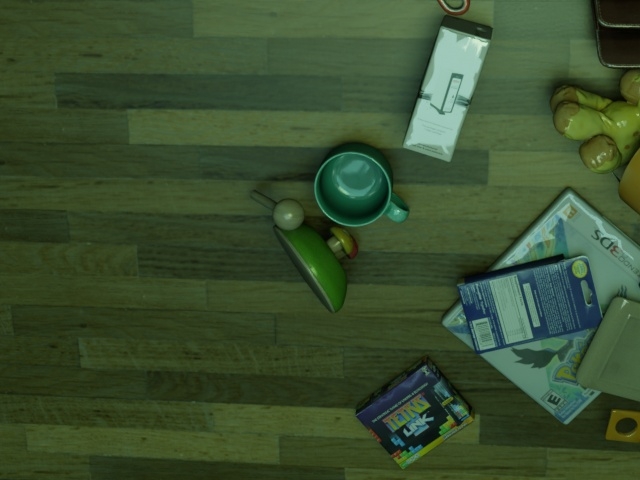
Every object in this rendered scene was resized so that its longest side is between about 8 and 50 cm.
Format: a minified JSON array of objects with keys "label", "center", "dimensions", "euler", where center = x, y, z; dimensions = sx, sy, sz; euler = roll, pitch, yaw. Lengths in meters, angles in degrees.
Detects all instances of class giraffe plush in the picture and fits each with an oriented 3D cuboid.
[{"label":"giraffe plush","center":[0.487,-0.195,1.842],"dimensions":[0.210,0.181,0.170],"euler":[42,118,-17]}]

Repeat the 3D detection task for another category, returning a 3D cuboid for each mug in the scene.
[{"label":"mug","center":[0.064,-0.088,1.982],"dimensions":[0.129,0.097,0.158],"euler":[-23,106,14]}]

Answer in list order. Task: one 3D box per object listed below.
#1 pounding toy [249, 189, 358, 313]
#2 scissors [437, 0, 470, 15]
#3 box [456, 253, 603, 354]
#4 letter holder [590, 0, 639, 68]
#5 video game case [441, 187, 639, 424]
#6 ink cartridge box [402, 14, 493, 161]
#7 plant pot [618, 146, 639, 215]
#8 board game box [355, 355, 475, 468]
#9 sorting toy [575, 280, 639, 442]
[{"label":"pounding toy","center":[0.000,0.000,1.995],"dimensions":[0.110,0.183,0.237],"euler":[-34,112,-6]},{"label":"scissors","center":[0.191,-0.505,1.858],"dimensions":[0.109,0.021,0.297],"euler":[-21,107,16]},{"label":"box","center":[0.359,0.106,2.007],"dimensions":[0.225,0.036,0.136],"euler":[-13,107,12]},{"label":"letter holder","center":[0.559,-0.383,1.744],"dimensions":[0.301,0.152,0.214],"euler":[-6,81,10]},{"label":"video game case","center":[0.429,0.120,2.042],"dimensions":[0.300,0.036,0.329],"euler":[39,110,-7]},{"label":"ink cartridge box","center":[0.204,-0.247,1.881],"dimensions":[0.086,0.148,0.203],"euler":[18,110,3]},{"label":"plant pot","center":[0.596,-0.080,1.794],"dimensions":[0.188,0.205,0.205],"euler":[48,112,27]},{"label":"board game box","center":[0.172,0.314,2.138],"dimensions":[0.170,0.048,0.141],"euler":[-38,102,18]},{"label":"sorting toy","center":[0.556,0.192,2.009],"dimensions":[0.196,0.047,0.348],"euler":[17,115,-6]}]
